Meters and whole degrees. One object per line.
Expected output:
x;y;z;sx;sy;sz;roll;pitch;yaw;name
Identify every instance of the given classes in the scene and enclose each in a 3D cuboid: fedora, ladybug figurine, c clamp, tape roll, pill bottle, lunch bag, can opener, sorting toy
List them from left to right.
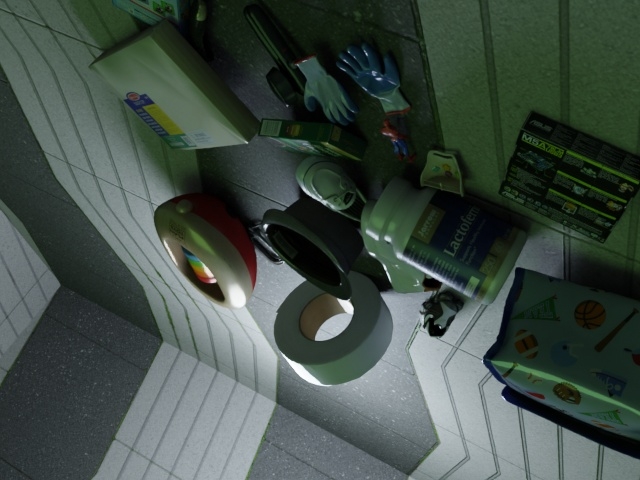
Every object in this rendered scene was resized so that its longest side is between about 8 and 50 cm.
-0.291;0.017;2.052;0.305;0.162;0.449;32;157;22;ladybug figurine
-0.148;0.015;2.057;0.160;0.022;0.137;47;152;-26;c clamp
-0.071;-0.321;1.305;0.059;0.073;0.186;14;141;52;can opener
0.000;0.000;1.721;0.276;0.124;0.243;29;154;31;fedora
0.030;0.211;1.882;0.286;0.286;0.100;14;149;37;tape roll
0.226;-0.006;1.397;0.265;0.153;0.153;28;155;12;pill bottle
0.217;-0.124;1.332;0.083;0.045;0.075;18;144;32;sorting toy
0.510;0.244;1.431;0.328;0.238;0.385;20;168;27;lunch bag

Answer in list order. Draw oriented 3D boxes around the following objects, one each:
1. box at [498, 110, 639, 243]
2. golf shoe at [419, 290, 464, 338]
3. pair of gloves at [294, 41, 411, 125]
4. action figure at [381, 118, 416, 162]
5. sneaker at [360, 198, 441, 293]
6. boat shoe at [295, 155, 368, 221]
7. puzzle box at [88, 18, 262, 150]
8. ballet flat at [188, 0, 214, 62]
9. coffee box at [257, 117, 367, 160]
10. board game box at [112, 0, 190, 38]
0.383;-0.093;1.179;0.191;0.045;0.184;28;153;16;box
0.262;0.187;1.784;0.077;0.093;0.198;30;157;5;golf shoe
0.047;-0.255;1.269;0.198;0.023;0.159;-7;139;35;pair of gloves
0.134;-0.177;1.333;0.038;0.030;0.115;22;168;35;action figure
0.179;0.011;1.576;0.123;0.105;0.290;1;147;30;sneaker
0.040;-0.098;1.497;0.076;0.083;0.226;38;-172;34;boat shoe
-0.312;-0.303;1.579;0.272;0.052;0.409;46;160;-26;puzzle box
-0.216;-0.382;1.391;0.049;0.057;0.173;2;162;-9;ballet flat
-0.017;-0.191;1.441;0.184;0.040;0.113;12;175;39;coffee box
-0.308;-0.465;1.349;0.160;0.039;0.211;30;156;8;board game box
